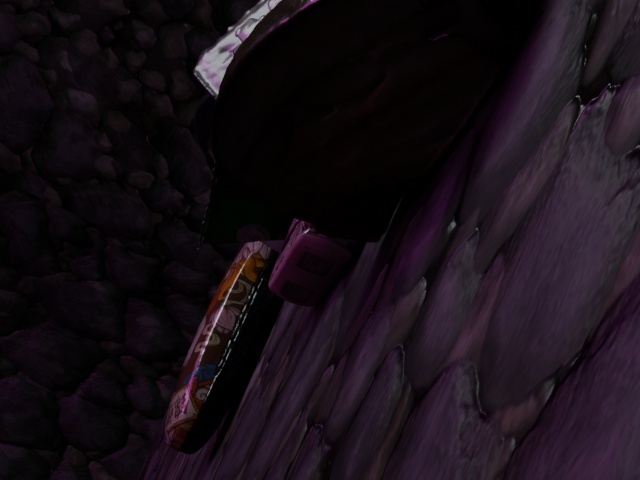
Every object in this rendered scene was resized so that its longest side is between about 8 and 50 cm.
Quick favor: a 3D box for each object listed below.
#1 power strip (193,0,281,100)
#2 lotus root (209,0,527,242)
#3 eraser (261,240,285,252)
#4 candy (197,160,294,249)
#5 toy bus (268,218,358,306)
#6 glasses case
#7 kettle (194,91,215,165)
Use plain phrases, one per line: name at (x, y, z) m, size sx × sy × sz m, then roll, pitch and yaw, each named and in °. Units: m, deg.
power strip at (-0.017, -0.185, 1.484) m, size 0.198 × 0.213 × 0.064 m, roll -43°, pitch -35°, yaw 3°
lotus root at (0.039, -0.137, 1.163) m, size 0.314 × 0.210 × 0.142 m, roll -39°, pitch 34°, yaw 48°
eraser at (0.013, -0.122, 1.764) m, size 0.174 × 0.095 × 0.270 m, roll -62°, pitch 1°, yaw -39°
candy at (-0.028, -0.057, 1.588) m, size 0.078 × 0.203 × 0.141 m, roll 38°, pitch 128°, yaw 47°
toy bus at (0.000, 0.000, 1.480) m, size 0.203 × 0.063 × 0.090 m, roll 121°, pitch 170°, yaw -67°
glasses case at (-0.115, 0.122, 1.959) m, size 0.321 × 0.082 × 0.122 m, roll -67°, pitch 7°, yaw -25°
kettle at (-0.018, -0.203, 2.200) m, size 0.207 × 0.251 × 0.271 m, roll -15°, pitch 34°, yaw 43°
